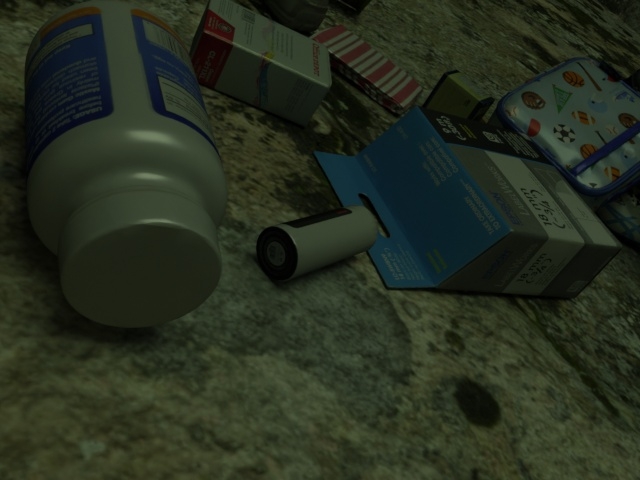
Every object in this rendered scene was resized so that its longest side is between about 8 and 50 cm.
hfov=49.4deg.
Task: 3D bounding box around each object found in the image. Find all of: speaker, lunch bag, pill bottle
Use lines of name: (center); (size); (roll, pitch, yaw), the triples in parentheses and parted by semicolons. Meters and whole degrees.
speaker: (0.000, 0.000, 0.710); (0.136, 0.055, 0.055); (-17, 58, -49)
lunch bag: (0.426, -0.168, 1.125); (0.303, 0.115, 0.243); (-30, 66, -29)
pill bottle: (-0.162, -0.067, 0.574); (0.152, 0.152, 0.272); (10, 41, -31)

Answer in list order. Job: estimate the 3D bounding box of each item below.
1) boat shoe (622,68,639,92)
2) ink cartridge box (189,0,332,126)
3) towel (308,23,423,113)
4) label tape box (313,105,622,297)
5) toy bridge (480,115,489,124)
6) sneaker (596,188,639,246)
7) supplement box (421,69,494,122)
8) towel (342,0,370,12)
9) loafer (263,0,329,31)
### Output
boat shoe: (0.780, -0.215, 1.535); (0.187, 0.156, 0.500); (18, 38, -25)
ink cartridge box: (-0.081, -0.239, 0.924); (0.175, 0.072, 0.127); (21, 35, -18)
towel: (0.076, -0.286, 1.157); (0.197, 0.029, 0.144); (38, 34, 2)
label tape box: (0.190, -0.053, 0.886); (0.334, 0.106, 0.240); (5, 42, -35)
toy bridge: (0.357, -0.194, 1.271); (0.188, 0.026, 0.063); (-1, 49, -40)
sneaker: (0.507, -0.075, 1.195); (0.237, 0.086, 0.085); (47, 34, 16)
supplement box: (0.222, -0.219, 1.139); (0.083, 0.083, 0.056); (42, 35, 14)
towel: (-0.009, -0.509, 1.320); (0.237, 0.102, 0.021); (25, 78, -11)
loafer: (-0.086, -0.488, 1.195); (0.112, 0.111, 0.319); (-13, 55, -47)
